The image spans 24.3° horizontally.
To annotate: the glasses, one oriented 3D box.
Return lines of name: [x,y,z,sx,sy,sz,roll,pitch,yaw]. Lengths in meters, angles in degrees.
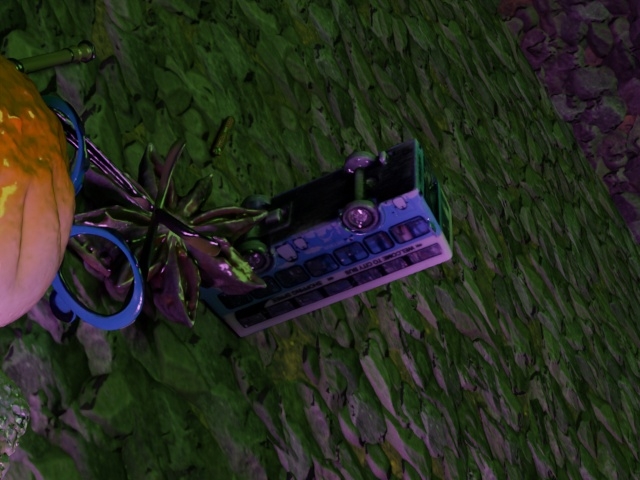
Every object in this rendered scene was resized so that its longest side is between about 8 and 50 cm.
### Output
glasses: [-0.189,-0.043,1.463,0.207,0.102,0.239,-22,83,-31]

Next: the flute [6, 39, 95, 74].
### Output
flute: [-0.305,-0.187,1.578,0.027,0.027,0.233,62,25,-3]

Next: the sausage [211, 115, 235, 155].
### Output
sausage: [-0.123,-0.134,1.899,0.015,0.015,0.100,54,26,-22]

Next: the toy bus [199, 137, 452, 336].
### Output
toy bus: [0.000,0.000,1.679,0.131,0.297,0.106,54,26,-36]

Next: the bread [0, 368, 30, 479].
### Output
bread: [-0.311,0.154,1.188,0.232,0.064,0.172,17,49,-56]

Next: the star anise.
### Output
star anise: [-0.178,-0.005,1.570,0.262,0.081,0.230,0,63,-31]

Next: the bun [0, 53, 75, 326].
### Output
bun: [-0.316,-0.070,1.276,0.299,0.165,0.299,44,30,-34]
